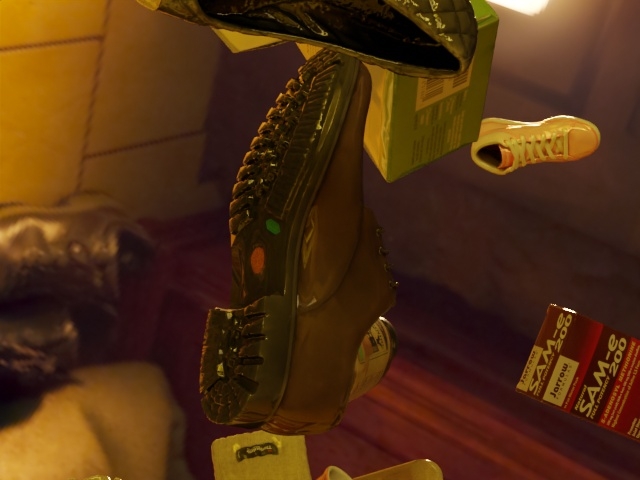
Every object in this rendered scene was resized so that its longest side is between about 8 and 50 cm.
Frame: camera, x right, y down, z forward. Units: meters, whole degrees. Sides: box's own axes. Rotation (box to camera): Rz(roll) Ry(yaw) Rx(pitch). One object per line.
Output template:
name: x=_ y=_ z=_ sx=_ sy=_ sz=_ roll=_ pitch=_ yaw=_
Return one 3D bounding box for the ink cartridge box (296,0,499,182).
ink cartridge box: x=0.037 y=-0.208 z=1.119 sx=0.097 sy=0.255 sz=0.189 roll=-26 pitch=155 yaw=-12

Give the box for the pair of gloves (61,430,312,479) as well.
pair of gloves: x=-0.102 y=0.231 z=0.919 sx=0.240 sy=0.204 sz=0.042 roll=-13 pitch=126 yaw=-11

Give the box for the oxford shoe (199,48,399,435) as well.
oxford shoe: x=0.000 y=0.000 z=0.748 sx=0.096 sy=0.083 sz=0.227 roll=17 pitch=81 yaw=-30

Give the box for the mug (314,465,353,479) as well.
mug: x=-0.038 y=0.306 z=1.296 sx=0.169 sy=0.113 sz=0.150 roll=-35 pitch=116 yaw=11

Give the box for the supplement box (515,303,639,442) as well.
supplement box: x=0.396 y=0.190 z=1.762 sx=0.239 sy=0.073 sz=0.130 roll=23 pitch=87 yaw=-22

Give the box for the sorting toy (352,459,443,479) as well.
sorting toy: x=0.075 y=0.420 z=1.498 sx=0.041 sy=0.229 sz=0.307 roll=5 pitch=71 yaw=-30

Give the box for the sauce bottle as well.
sauce bottle: x=0.020 y=0.128 z=1.485 sx=0.111 sy=0.111 sz=0.344 roll=-67 pitch=168 yaw=6

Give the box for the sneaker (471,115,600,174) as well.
sneaker: x=0.220 y=-0.095 z=1.357 sx=0.070 sy=0.134 sz=0.051 roll=-58 pitch=147 yaw=-55

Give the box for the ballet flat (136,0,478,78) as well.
ballet flat: x=-0.009 y=-0.113 z=0.599 sx=0.049 sy=0.173 sz=0.057 roll=-93 pitch=-165 yaw=-52

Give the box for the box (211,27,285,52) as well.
box: x=-0.079 y=-0.376 z=1.373 sx=0.231 sy=0.126 sz=0.262 roll=46 pitch=43 yaw=-47
